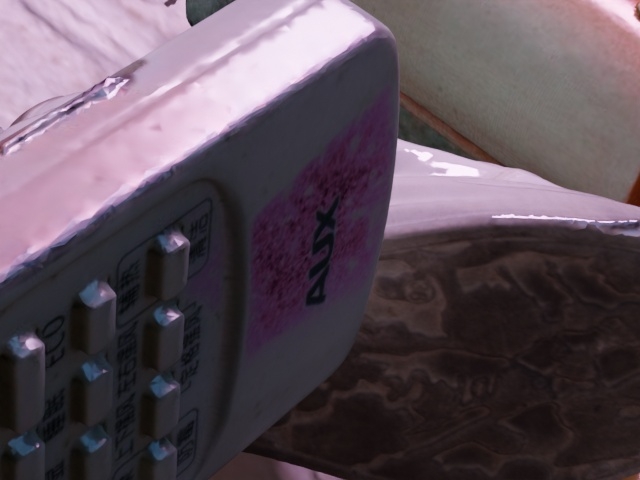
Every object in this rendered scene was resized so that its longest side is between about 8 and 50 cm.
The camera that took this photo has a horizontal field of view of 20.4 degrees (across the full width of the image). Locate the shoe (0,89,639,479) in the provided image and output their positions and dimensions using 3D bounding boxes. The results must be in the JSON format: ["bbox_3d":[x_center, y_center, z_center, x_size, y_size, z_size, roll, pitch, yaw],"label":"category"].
[{"bbox_3d":[0.000,0.000,0.680,0.316,0.124,0.159,8,27,-9],"label":"shoe"}]

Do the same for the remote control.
[{"bbox_3d":[-0.100,0.057,0.445,0.050,0.145,0.344,31,48,25],"label":"remote control"}]

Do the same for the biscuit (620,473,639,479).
[{"bbox_3d":[0.159,0.140,0.811,0.296,0.102,0.296,29,39,-27],"label":"biscuit"}]

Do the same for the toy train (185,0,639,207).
[{"bbox_3d":[0.055,-0.076,0.769,0.285,0.177,0.116,39,40,27],"label":"toy train"}]
